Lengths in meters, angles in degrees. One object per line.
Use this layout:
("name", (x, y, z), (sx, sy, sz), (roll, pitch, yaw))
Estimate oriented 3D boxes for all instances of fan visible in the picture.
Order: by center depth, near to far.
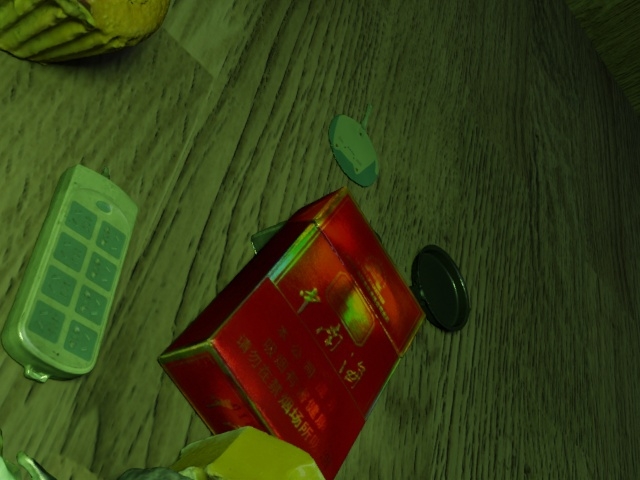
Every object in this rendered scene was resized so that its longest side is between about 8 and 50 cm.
("fan", (0.057, -0.153, 1.200), (0.113, 0.005, 0.175), (48, 39, -25))

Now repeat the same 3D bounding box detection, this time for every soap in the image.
("soap", (-0.036, 0.281, 0.712), (0.232, 0.140, 0.073), (62, 32, -7))

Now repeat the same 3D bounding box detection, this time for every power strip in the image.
("power strip", (-0.215, 0.019, 0.719), (0.080, 0.029, 0.227), (37, 44, -35))

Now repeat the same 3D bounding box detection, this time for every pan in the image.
("pan", (0.153, 0.075, 1.177), (0.235, 0.028, 0.136), (-4, 73, -57))

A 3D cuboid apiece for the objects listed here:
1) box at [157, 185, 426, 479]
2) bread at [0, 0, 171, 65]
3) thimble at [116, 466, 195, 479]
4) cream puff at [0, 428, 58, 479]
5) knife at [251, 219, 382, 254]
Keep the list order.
("box", (-0.011, 0.102, 0.881), (0.197, 0.089, 0.313), (56, 38, -14))
("bread", (-0.243, -0.283, 0.759), (0.240, 0.139, 0.240), (30, 49, -41))
("thimble", (-0.118, 0.255, 0.613), (0.150, 0.150, 0.098), (57, 37, -13))
("cream puff", (-0.240, 0.210, 0.363), (0.323, 0.269, 0.274), (55, 17, -2))
("knife", (0.000, 0.000, 1.027), (0.245, 0.019, 0.072), (-14, 82, -53))
